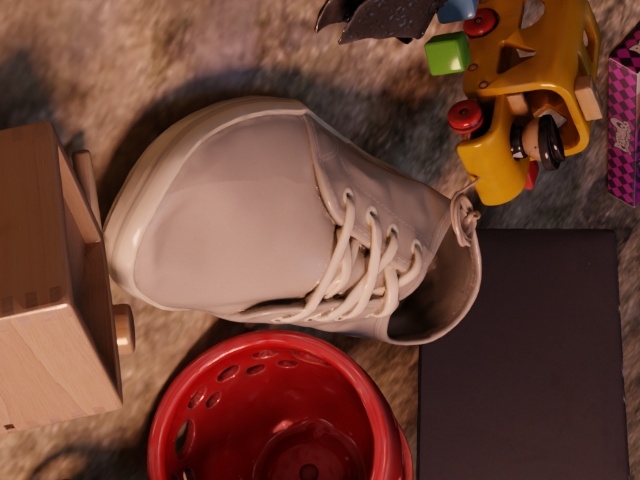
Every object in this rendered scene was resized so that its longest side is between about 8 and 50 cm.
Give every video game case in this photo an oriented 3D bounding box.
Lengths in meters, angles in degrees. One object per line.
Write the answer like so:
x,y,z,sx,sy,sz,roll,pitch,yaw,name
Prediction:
0.370,-0.174,1.924,0.210,0.042,0.232,-45,152,-21,video game case

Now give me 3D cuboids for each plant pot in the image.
-0.024,0.180,1.480,0.191,0.191,0.174,-54,162,-7,plant pot

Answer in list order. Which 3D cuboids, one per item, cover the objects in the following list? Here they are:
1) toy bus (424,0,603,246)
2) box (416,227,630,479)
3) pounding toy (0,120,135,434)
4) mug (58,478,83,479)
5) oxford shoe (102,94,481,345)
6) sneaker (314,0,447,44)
0.169,-0.110,1.486,0.191,0.104,0.202,-20,102,-65,toy bus
0.176,0.215,1.681,0.312,0.179,0.343,83,8,-52,box
-0.177,0.023,1.131,0.094,0.181,0.206,-12,147,2,pounding toy
-0.152,0.247,1.386,0.097,0.129,0.158,-39,159,-34,mug
0.000,0.000,1.384,0.169,0.130,0.449,-60,153,9,oxford shoe
0.072,-0.187,1.388,0.170,0.051,0.089,-8,127,-51,sneaker
